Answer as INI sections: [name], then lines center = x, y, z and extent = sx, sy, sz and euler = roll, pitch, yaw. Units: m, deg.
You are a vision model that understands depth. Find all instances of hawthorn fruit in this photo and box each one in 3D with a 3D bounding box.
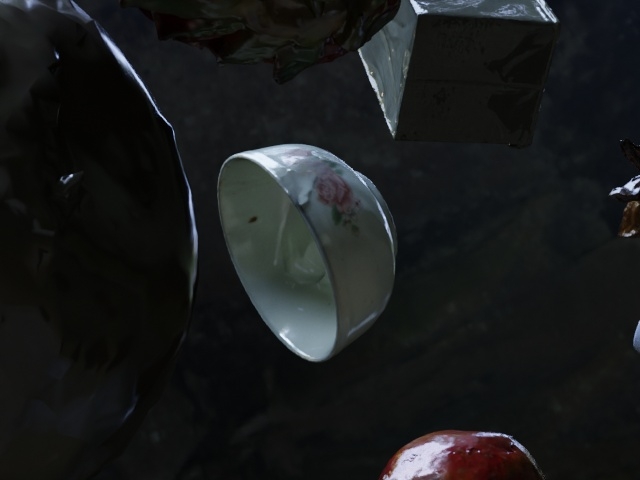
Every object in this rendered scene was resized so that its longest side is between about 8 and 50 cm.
[hawthorn fruit]
center = 0.121, 0.279, 1.460
extent = 0.235, 0.181, 0.181
euler = 3, -43, -33

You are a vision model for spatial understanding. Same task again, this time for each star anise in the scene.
[star anise]
center = 0.390, -0.035, 1.514
extent = 0.140, 0.144, 0.158
euler = -14, -41, -12

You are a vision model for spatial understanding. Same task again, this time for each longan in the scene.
[longan]
center = -0.282, 0.004, 1.040
extent = 0.404, 0.436, 0.404
euler = 7, 0, 0

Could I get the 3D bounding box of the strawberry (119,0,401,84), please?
[strawberry]
center = -0.035, -0.316, 1.046
extent = 0.295, 0.345, 0.317
euler = -5, -17, 10

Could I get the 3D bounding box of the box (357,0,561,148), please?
[box]
center = 0.136, -0.217, 1.517
extent = 0.149, 0.231, 0.155
euler = 1, -55, -12

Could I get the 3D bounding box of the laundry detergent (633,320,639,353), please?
[laundry detergent]
center = 0.581, 0.178, 1.907
extent = 0.159, 0.335, 0.088
euler = -18, -54, -55

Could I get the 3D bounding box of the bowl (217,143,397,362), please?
[bowl]
center = 0.000, 0.000, 1.762
extent = 0.145, 0.277, 0.277
euler = -23, -33, -26
